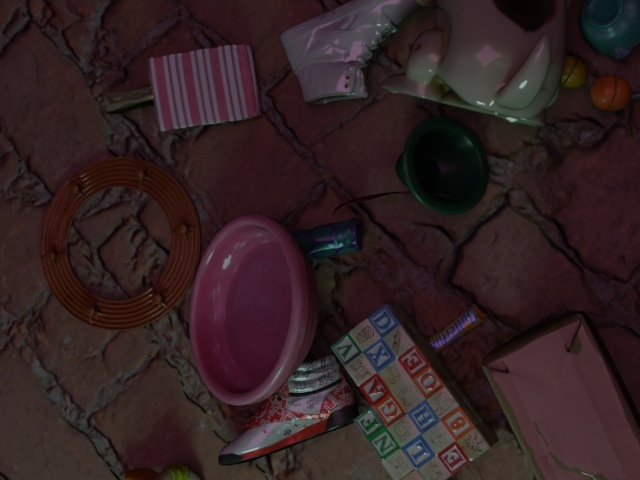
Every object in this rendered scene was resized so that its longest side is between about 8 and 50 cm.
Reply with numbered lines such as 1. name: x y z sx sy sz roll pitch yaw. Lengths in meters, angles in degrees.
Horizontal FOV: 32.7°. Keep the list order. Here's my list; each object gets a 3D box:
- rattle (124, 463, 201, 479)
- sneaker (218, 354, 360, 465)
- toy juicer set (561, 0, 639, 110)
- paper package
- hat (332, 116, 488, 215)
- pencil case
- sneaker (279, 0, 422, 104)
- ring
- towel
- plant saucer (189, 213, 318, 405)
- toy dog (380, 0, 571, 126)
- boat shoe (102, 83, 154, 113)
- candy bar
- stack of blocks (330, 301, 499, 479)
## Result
1. rattle: -0.273 0.512 1.994 0.143 0.130 0.200 -20 107 23
2. sneaker: -0.074 0.298 1.948 0.270 0.090 0.145 -22 78 9
3. toy juicer set: 0.475 -0.364 1.870 0.209 0.089 0.329 -42 63 29
4. paper package: 0.403 0.274 1.702 0.168 0.325 0.309 -27 80 12
5. hat: 0.164 -0.120 1.950 0.208 0.183 0.173 13 76 -28
6. pencil case: 0.000 0.000 1.964 0.151 0.070 0.064 -10 116 13
7. sneaker: 0.083 -0.343 1.957 0.292 0.108 0.169 -21 82 22
8. ring: -0.390 0.005 2.085 0.336 0.032 0.336 -1 85 14
9. towel: -0.217 -0.285 2.041 0.197 0.029 0.144 -9 85 -2
10. plant saucer: -0.111 0.122 1.907 0.332 0.084 0.332 -14 71 49
11. toy dog: 0.283 -0.408 1.735 0.284 0.395 0.408 13 96 -1
12. boat shoe: -0.346 -0.280 2.086 0.153 0.056 0.048 -12 87 21
13. candy bar: 0.220 0.169 1.916 0.161 0.018 0.040 -37 78 10
14. stack of blocks: 0.145 0.275 1.880 0.171 0.087 0.297 -38 78 15
